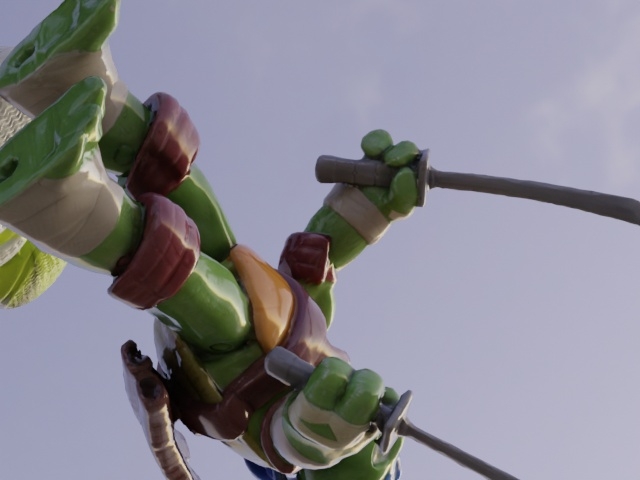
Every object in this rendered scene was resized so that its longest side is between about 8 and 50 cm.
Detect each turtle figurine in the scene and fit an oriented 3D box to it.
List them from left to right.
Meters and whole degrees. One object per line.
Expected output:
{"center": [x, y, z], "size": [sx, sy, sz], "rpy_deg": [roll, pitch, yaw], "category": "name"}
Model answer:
{"center": [0.000, 0.000, 0.851], "size": [0.275, 0.198, 0.266], "rpy_deg": [-11, -45, 48], "category": "turtle figurine"}

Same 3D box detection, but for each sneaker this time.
{"center": [-0.206, -0.051, 1.115], "size": [0.091, 0.126, 0.240], "rpy_deg": [-44, -16, -27], "category": "sneaker"}
